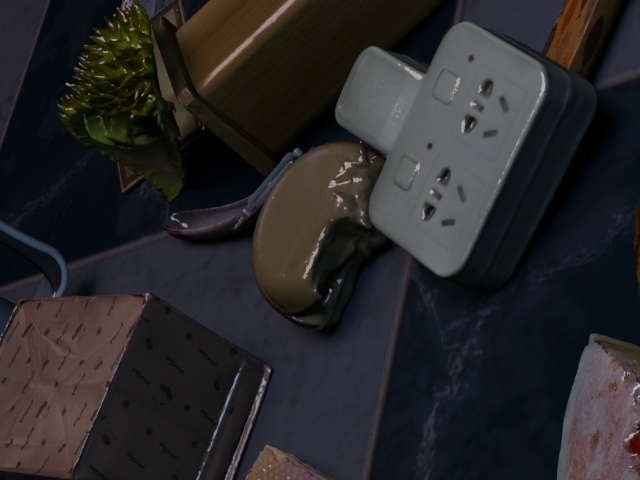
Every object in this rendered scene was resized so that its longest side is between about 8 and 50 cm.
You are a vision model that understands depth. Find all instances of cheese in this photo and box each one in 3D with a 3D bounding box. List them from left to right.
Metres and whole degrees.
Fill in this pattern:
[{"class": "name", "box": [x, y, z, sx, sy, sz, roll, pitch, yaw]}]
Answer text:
[{"class": "cheese", "box": [0.000, 0.000, 1.855, 0.175, 0.091, 0.202, -9, 58, 49]}]

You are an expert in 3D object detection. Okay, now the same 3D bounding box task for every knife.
[{"class": "knife", "box": [-0.115, -0.027, 2.033, 0.123, 0.053, 0.278, -46, 13, -29]}]

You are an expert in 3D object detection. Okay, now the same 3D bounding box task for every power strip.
[{"class": "power strip", "box": [0.145, -0.099, 1.730, 0.261, 0.141, 0.229, 39, 109, 48]}]

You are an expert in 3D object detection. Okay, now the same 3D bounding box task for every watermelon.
[{"class": "watermelon", "box": [0.291, 0.216, 1.272, 0.322, 0.175, 0.188, -104, 31, -68]}]

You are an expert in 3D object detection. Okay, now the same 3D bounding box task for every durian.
[{"class": "durian", "box": [-0.216, -0.171, 2.067, 0.157, 0.169, 0.355, -52, -6, -11]}]

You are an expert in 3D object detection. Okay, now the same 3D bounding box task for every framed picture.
[{"class": "framed picture", "box": [-0.229, -0.198, 2.328, 0.173, 0.010, 0.231, -32, 56, 33]}]

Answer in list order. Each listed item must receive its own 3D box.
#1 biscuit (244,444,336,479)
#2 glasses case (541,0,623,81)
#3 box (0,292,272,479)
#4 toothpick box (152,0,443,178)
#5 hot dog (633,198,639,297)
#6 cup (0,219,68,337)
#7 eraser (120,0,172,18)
[{"class": "biscuit", "box": [-0.005, 0.282, 1.658, 0.239, 0.062, 0.108, 21, 82, 57]}, {"class": "glasses case", "box": [0.270, -0.220, 1.734, 0.064, 0.041, 0.170, 2, 65, 61]}, {"class": "box", "box": [-0.239, 0.197, 1.912, 0.297, 0.190, 0.225, -4, 59, 50]}, {"class": "toothpick box", "box": [-0.018, -0.258, 2.017, 0.308, 0.190, 0.187, -41, 36, 15]}, {"class": "hot dog", "box": [0.324, -0.029, 1.460, 0.123, 0.093, 0.261, -10, 55, 47]}, {"class": "cup", "box": [-0.482, 0.137, 2.154, 0.331, 0.311, 0.257, -46, 36, 17]}, {"class": "eraser", "box": [-0.248, -0.321, 2.469, 0.092, 0.046, 0.212, -25, 45, 38]}]
